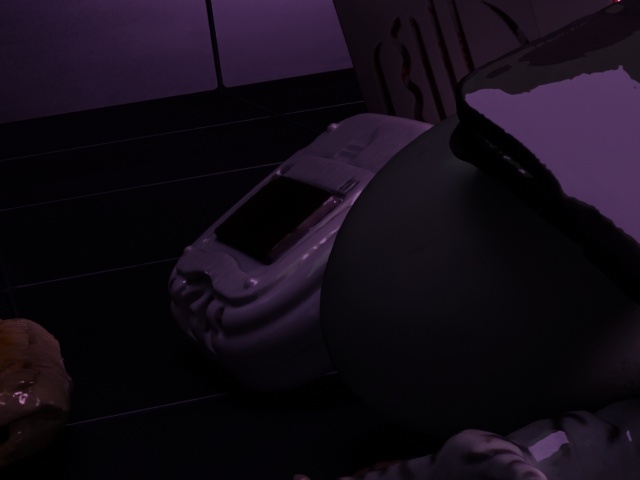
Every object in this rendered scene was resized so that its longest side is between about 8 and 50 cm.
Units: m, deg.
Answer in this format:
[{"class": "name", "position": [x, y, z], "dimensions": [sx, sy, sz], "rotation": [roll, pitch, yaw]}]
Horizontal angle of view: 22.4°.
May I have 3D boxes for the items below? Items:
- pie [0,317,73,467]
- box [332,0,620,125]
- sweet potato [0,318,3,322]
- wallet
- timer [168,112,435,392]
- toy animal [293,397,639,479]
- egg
[{"class": "pie", "position": [-0.238, 0.104, 1.119], "dimensions": [0.129, 0.068, 0.282], "rotation": [-17, 13, -11]}, {"class": "box", "position": [0.238, -0.162, 1.396], "dimensions": [0.312, 0.314, 0.300], "rotation": [-19, 2, -42]}, {"class": "sweet potato", "position": [-0.336, 0.088, 1.273], "dimensions": [0.226, 0.068, 0.068], "rotation": [-12, 13, -16]}, {"class": "wallet", "position": [0.237, -0.007, 0.790], "dimensions": [0.197, 0.051, 0.377], "rotation": [-28, 49, -23]}, {"class": "timer", "position": [0.000, 0.000, 1.205], "dimensions": [0.237, 0.087, 0.262], "rotation": [-40, 19, -11]}, {"class": "toy animal", "position": [0.103, 0.127, 0.762], "dimensions": [0.255, 0.089, 0.170], "rotation": [-4, 8, 3]}, {"class": "egg", "position": [0.132, 0.011, 0.966], "dimensions": [0.283, 0.203, 0.203], "rotation": [-28, 8, 12]}]
